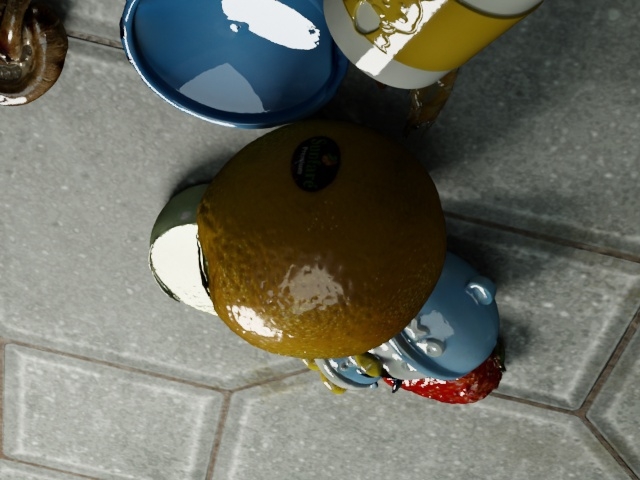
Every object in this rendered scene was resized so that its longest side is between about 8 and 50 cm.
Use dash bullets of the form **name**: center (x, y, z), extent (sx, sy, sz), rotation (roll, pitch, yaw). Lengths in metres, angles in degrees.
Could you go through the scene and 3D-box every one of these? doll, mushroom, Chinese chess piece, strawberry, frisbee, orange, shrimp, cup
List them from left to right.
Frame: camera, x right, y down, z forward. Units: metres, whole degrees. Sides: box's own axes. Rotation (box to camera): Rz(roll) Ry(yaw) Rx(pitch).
- **mushroom**: center (-0.332, -0.219, 1.505), extent (0.135, 0.080, 0.170), rotation (15, 141, -22)
- **Chinese chess piece**: center (-0.113, 0.014, 1.723), extent (0.188, 0.083, 0.188), rotation (9, 140, 8)
- **frisbee**: center (-0.088, -0.212, 1.478), extent (0.242, 0.045, 0.242), rotation (6, 142, 5)
- **orange**: center (0.000, 0.000, 1.531), extent (0.274, 0.274, 0.274), rotation (7, 140, 6)
- **doll**: center (0.099, 0.105, 1.728), extent (0.177, 0.141, 0.314), rotation (47, 136, -12)
- **shrimp**: center (0.090, -0.166, 1.489), extent (0.095, 0.045, 0.162), rotation (15, 142, -3)
- **cup**: center (0.099, -0.276, 1.286), extent (0.241, 0.185, 0.226), rotation (52, 141, 6)
- **strawberry**: center (0.151, 0.164, 1.842), extent (0.187, 0.082, 0.146), rotation (-9, 128, 29)
